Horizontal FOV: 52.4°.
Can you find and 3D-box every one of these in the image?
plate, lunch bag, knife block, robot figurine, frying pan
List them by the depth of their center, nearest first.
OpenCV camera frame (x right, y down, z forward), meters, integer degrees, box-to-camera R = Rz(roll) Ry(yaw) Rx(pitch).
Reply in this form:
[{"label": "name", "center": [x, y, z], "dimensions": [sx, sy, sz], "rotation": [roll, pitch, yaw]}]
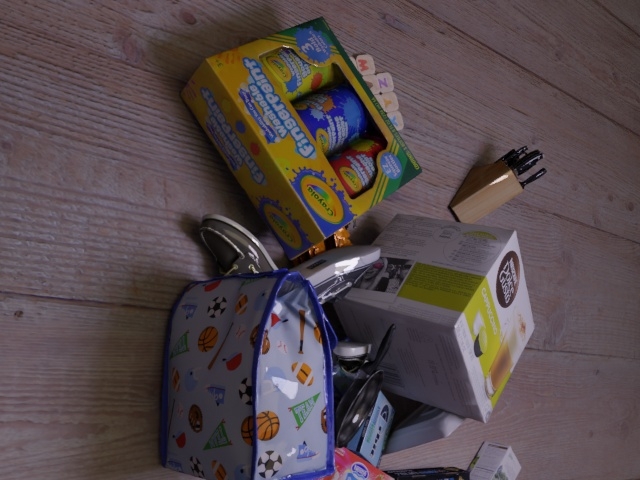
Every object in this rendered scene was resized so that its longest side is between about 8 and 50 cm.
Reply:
[{"label": "lunch bag", "center": [-0.143, 0.256, 1.276], "dimensions": [0.239, 0.328, 0.385], "rotation": [3, 81, -45]}, {"label": "frying pan", "center": [0.083, 0.330, 1.417], "dimensions": [0.197, 0.053, 0.326], "rotation": [-47, 152, -34]}, {"label": "robot figurine", "center": [0.000, 0.000, 1.592], "dimensions": [0.211, 0.085, 0.291], "rotation": [-17, 97, -41]}, {"label": "lunch bag", "center": [0.059, 0.334, 1.595], "dimensions": [0.151, 0.096, 0.129], "rotation": [47, 57, -15]}, {"label": "plate", "center": [0.308, 0.448, 1.695], "dimensions": [0.278, 0.277, 0.045], "rotation": [-26, 80, -40]}, {"label": "knife block", "center": [0.556, -0.171, 1.990], "dimensions": [0.088, 0.242, 0.275], "rotation": [52, 56, -23]}]

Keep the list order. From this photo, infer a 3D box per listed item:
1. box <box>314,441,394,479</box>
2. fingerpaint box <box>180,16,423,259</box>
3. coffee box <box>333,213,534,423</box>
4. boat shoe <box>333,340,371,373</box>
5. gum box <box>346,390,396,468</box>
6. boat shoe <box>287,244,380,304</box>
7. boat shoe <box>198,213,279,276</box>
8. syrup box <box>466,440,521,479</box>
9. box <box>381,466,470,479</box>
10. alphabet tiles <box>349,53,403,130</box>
[{"label": "box", "center": [0.039, 0.564, 1.530], "dimensions": [0.257, 0.123, 0.128], "rotation": [41, 59, -30]}, {"label": "fingerpaint box", "center": [-0.030, -0.242, 1.475], "dimensions": [0.371, 0.163, 0.444], "rotation": [-34, 92, -38]}, {"label": "coffee box", "center": [0.291, 0.176, 1.608], "dimensions": [0.334, 0.338, 0.337], "rotation": [-49, 132, -33]}, {"label": "boat shoe", "center": [0.076, 0.264, 1.460], "dimensions": [0.219, 0.078, 0.070], "rotation": [31, 64, -73]}, {"label": "gum box", "center": [0.129, 0.471, 1.625], "dimensions": [0.157, 0.041, 0.184], "rotation": [-68, 151, -24]}, {"label": "boat shoe", "center": [0.025, 0.091, 1.485], "dimensions": [0.301, 0.108, 0.102], "rotation": [-24, 114, -40]}, {"label": "boat shoe", "center": [-0.163, 0.067, 1.427], "dimensions": [0.305, 0.109, 0.091], "rotation": [50, 51, -30]}, {"label": "syrup box", "center": [0.490, 0.716, 1.920], "dimensions": [0.237, 0.096, 0.093], "rotation": [-44, 115, -36]}, {"label": "box", "center": [0.269, 0.754, 1.704], "dimensions": [0.293, 0.073, 0.295], "rotation": [12, 80, -39]}, {"label": "alphabet tiles", "center": [0.126, -0.367, 1.789], "dimensions": [0.278, 0.021, 0.284], "rotation": [-21, 99, -40]}]
